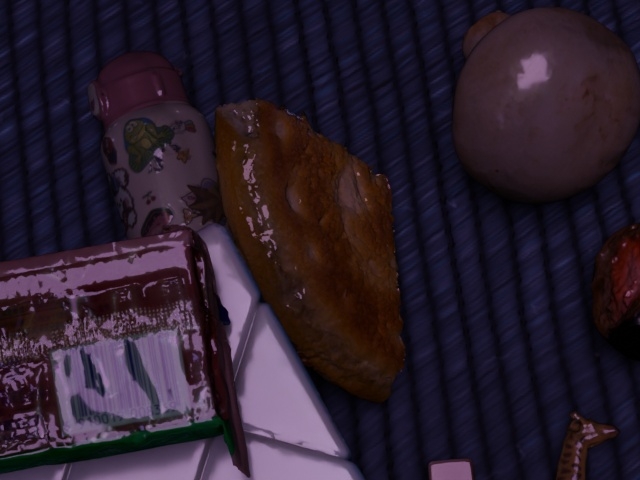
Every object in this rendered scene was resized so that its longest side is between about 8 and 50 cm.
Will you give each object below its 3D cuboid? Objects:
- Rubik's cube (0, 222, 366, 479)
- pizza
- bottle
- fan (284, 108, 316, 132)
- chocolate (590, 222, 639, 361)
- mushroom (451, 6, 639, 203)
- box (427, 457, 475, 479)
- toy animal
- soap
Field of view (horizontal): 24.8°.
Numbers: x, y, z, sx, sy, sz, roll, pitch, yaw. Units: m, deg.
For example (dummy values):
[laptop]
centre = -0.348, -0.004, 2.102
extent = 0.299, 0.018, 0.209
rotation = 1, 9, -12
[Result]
[Rubik's cube]
centre = -0.140, 0.221, 1.297
extent = 0.319, 0.316, 0.322
rotation = -29, 75, -6
[pizza]
centre = 0.000, 0.000, 1.443
extent = 0.086, 0.226, 0.335
rotation = -20, 105, 37
[bottle]
centre = -0.160, -0.072, 1.480
extent = 0.120, 0.120, 0.253
rotation = -20, 75, -4
[fan]
centre = -0.039, -0.060, 1.530
extent = 0.113, 0.005, 0.175
rotation = -25, 74, -6
[chocolate]
centre = 0.327, 0.047, 1.433
extent = 0.124, 0.127, 0.133
rotation = 3, 65, 20
[mushroom]
centre = 0.208, -0.141, 1.463
extent = 0.209, 0.206, 0.206
rotation = 23, 75, 30
[box]
centre = 0.133, 0.272, 1.426
extent = 0.048, 0.025, 0.115
rotation = -7, 74, 5
[toy animal]
centre = 0.249, 0.305, 1.395
extent = 0.149, 0.054, 0.275
rotation = -19, 66, 11
[soap]
centre = -0.204, 0.097, 1.121
extent = 0.273, 0.098, 0.218
rotation = -10, 75, -1
